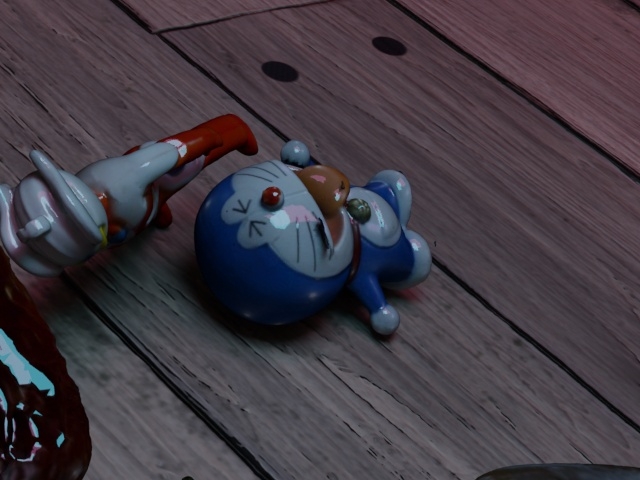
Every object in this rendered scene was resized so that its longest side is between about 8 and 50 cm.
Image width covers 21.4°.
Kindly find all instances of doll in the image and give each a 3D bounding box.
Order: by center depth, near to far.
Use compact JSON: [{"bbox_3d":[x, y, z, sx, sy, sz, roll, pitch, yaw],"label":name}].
[{"bbox_3d":[-0.183,-0.043,1.579,0.099,0.188,0.384,53,22,5],"label":"doll"},{"bbox_3d":[0.000,0.000,1.697,0.256,0.161,0.215,-11,68,-40],"label":"doll"}]

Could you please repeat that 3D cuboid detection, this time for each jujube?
[{"bbox_3d":[-0.317,0.098,1.384,0.216,0.216,0.342,-16,52,-40],"label":"jujube"}]

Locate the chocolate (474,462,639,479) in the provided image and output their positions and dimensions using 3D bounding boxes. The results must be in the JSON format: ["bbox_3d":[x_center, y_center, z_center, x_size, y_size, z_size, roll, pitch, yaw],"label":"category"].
[{"bbox_3d":[0.254,0.253,1.515,0.253,0.080,0.157,6,36,-18],"label":"chocolate"}]

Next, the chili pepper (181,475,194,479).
[{"bbox_3d":[0.038,0.303,1.359,0.368,0.092,0.137,26,15,1],"label":"chili pepper"}]
